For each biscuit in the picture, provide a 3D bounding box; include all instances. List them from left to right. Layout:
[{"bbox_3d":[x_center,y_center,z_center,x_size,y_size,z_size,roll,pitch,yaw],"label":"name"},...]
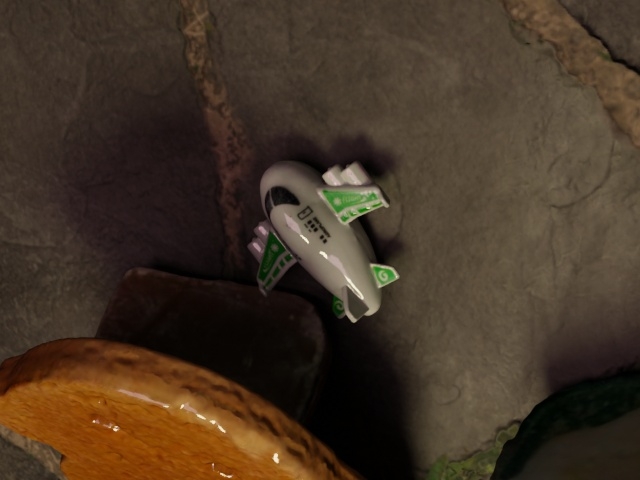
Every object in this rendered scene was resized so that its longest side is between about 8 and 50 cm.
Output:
[{"bbox_3d":[-0.102,0.229,1.188,0.350,0.078,0.455,6,146,31],"label":"biscuit"}]

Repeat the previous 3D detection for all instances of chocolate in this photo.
[{"bbox_3d":[-0.106,0.127,1.263,0.254,0.157,0.080,9,155,21],"label":"chocolate"}]

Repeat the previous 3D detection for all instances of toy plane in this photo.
[{"bbox_3d":[0.001,-0.001,1.185,0.174,0.080,0.174,9,109,26],"label":"toy plane"}]

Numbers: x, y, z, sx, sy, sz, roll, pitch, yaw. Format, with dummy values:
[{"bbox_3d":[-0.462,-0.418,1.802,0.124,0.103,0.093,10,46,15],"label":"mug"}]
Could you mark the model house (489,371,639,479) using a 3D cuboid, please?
[{"bbox_3d":[0.319,0.285,1.043,0.298,0.243,0.284,-10,111,33],"label":"model house"}]
